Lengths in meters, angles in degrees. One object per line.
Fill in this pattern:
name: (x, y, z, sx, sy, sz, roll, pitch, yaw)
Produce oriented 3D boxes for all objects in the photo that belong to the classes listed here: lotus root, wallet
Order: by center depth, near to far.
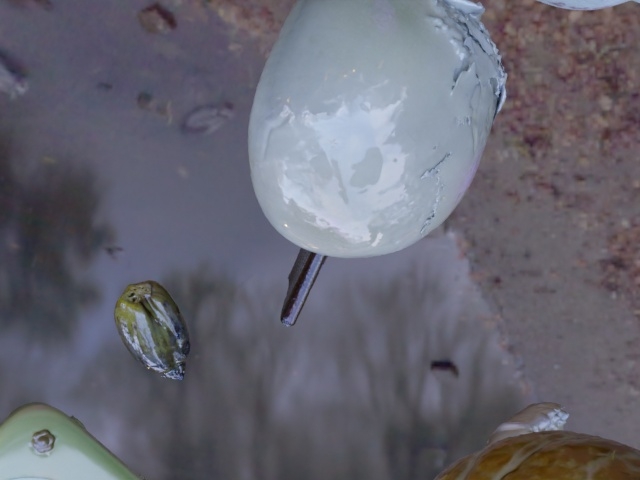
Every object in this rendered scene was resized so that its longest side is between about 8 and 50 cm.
lotus root: (-0.140, 0.078, 0.877, 0.049, 0.054, 0.099, 24, 142, 50)
wallet: (0.000, 0.000, 1.545, 0.039, 0.133, 0.243, 19, 118, -7)

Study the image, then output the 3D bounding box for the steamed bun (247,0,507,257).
steamed bun: (0.073, -0.126, 1.177, 0.233, 0.312, 0.334, 17, 168, 22)

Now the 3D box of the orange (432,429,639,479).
orange: (0.170, 0.301, 0.779, 0.329, 0.329, 0.249, -25, 122, 38)

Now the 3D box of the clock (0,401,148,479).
clock: (-0.242, 0.257, 0.818, 0.170, 0.232, 0.069, 45, 164, -11)

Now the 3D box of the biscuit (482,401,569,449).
biscuit: (0.242, 0.349, 1.282, 0.179, 0.281, 0.084, -9, -172, -35)

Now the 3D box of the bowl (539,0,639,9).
bowl: (0.490, -0.494, 1.593, 0.196, 0.435, 0.435, 38, 139, -5)
